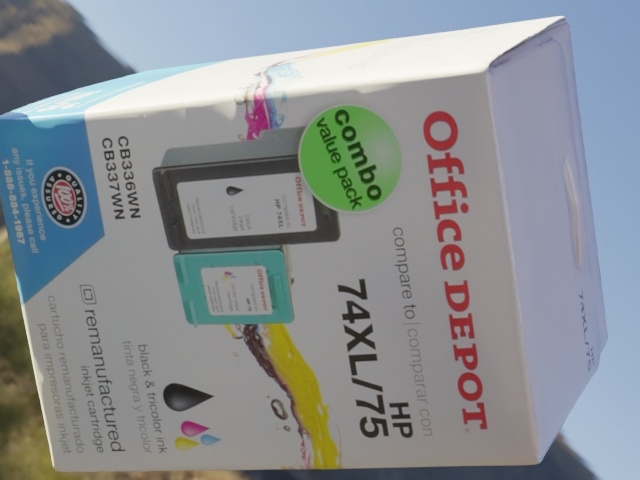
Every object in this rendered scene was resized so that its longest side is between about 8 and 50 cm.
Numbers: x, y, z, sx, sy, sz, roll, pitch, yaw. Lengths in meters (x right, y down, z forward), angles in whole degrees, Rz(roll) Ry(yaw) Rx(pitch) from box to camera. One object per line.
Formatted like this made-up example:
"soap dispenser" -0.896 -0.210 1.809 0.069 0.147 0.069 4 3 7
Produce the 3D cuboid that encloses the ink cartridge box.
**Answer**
"ink cartridge box" 0.000 0.000 0.807 0.197 0.270 0.198 -34 117 -65
